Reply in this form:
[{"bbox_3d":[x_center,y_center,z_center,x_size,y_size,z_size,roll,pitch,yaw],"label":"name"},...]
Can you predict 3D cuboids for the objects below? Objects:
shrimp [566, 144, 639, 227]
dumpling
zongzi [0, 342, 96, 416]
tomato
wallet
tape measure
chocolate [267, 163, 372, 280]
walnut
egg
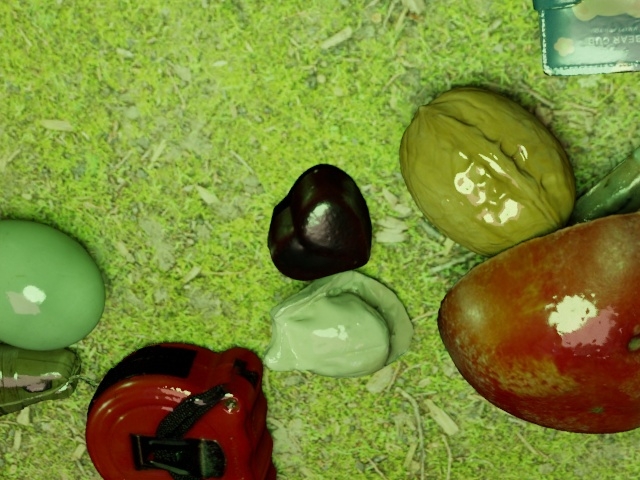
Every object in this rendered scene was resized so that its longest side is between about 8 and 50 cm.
[{"bbox_3d":[0.366,-0.034,1.092,0.145,0.059,0.254,37,113,-24],"label":"shrimp"},{"bbox_3d":[0.023,0.103,1.183,0.199,0.118,0.136,-9,109,-24],"label":"dumpling"},{"bbox_3d":[-0.393,0.211,1.329,0.188,0.081,0.178,3,138,-5],"label":"zongzi"},{"bbox_3d":[0.296,0.123,1.066,0.338,0.144,0.338,-4,144,-3],"label":"tomato"},{"bbox_3d":[0.277,-0.267,0.962,0.141,0.059,0.202,-2,119,19],"label":"wallet"},{"bbox_3d":[-0.182,0.260,1.293,0.260,0.114,0.253,0,118,8],"label":"tape measure"},{"bbox_3d":[0.000,0.000,1.144,0.125,0.080,0.149,35,116,-11],"label":"chocolate"},{"bbox_3d":[0.178,-0.072,1.040,0.206,0.159,0.159,43,116,-8],"label":"walnut"},{"bbox_3d":[-0.355,0.053,1.180,0.192,0.149,0.149,26,119,-4],"label":"egg"}]
